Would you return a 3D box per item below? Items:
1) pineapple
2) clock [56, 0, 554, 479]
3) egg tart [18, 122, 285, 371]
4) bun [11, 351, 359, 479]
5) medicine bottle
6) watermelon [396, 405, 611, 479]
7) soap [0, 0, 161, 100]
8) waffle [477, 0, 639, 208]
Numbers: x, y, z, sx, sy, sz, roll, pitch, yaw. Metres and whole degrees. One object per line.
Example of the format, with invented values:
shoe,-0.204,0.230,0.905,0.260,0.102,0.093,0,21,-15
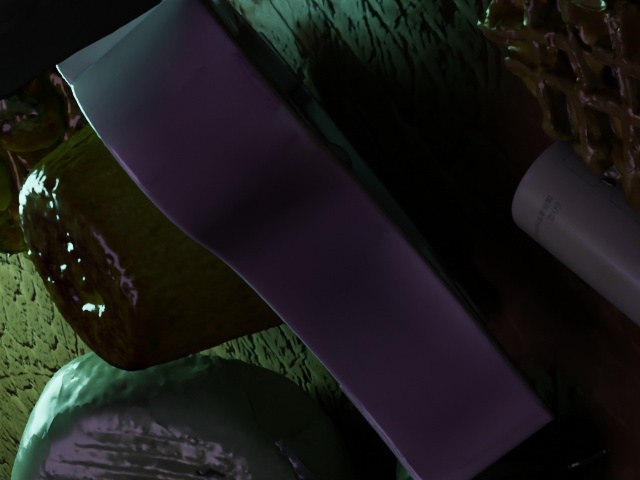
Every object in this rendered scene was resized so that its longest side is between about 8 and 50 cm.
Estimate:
pineapple,-0.231,-0.094,1.162,0.161,0.158,0.335,0,115,58
clock,0.000,0.000,0.821,0.290,0.080,0.275,51,-174,10
egg tart,-0.101,-0.003,1.051,0.202,0.147,0.203,39,147,32
bun,-0.094,0.195,1.153,0.272,0.168,0.273,4,110,12
medicine bottle,0.186,0.037,0.716,0.231,0.059,0.059,43,147,30
watermelon,0.106,0.132,0.895,0.133,0.105,0.105,-21,98,38
soap,-0.044,-0.269,0.538,0.213,0.350,0.435,50,152,3
waffle,0.137,-0.093,0.685,0.194,0.051,0.149,53,151,23
